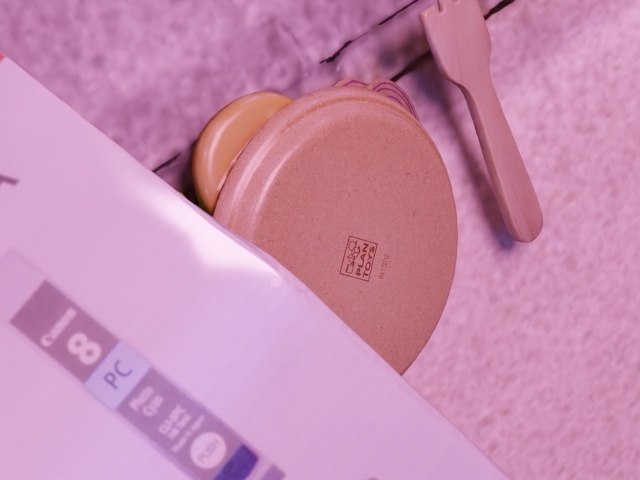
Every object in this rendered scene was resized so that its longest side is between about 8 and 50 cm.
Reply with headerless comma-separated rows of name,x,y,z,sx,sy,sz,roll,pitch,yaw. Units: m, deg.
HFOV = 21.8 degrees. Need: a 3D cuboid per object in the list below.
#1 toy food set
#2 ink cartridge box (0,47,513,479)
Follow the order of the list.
toy food set,0.000,0.000,0.612,0.192,0.039,0.132,-40,123,-30
ink cartridge box,-0.152,0.088,0.451,0.308,0.091,0.385,-50,121,-7
